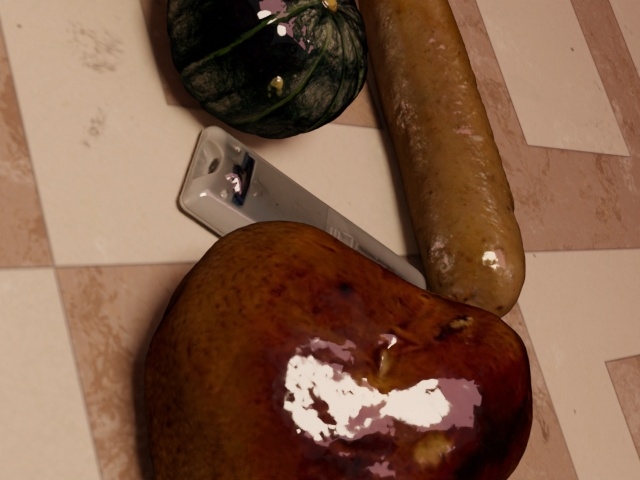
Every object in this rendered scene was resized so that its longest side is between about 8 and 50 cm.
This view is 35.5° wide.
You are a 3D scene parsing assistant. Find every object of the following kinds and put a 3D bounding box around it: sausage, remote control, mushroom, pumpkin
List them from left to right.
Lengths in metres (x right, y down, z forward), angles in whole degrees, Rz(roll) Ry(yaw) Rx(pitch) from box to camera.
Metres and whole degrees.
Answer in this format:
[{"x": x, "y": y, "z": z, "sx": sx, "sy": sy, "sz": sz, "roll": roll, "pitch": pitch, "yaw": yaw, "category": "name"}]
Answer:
[{"x": -0.051, "y": -0.210, "z": 1.008, "sx": 0.220, "sy": 0.162, "sz": 0.220, "roll": 31, "pitch": 49, "yaw": -45, "category": "pumpkin"}, {"x": 0.000, "y": 0.000, "z": 1.027, "sx": 0.313, "sy": 0.055, "sz": 0.109, "roll": 36, "pitch": 46, "yaw": -27, "category": "remote control"}, {"x": 0.012, "y": 0.158, "z": 0.865, "sx": 0.346, "sy": 0.259, "sz": 0.345, "roll": 7, "pitch": 63, "yaw": -13, "category": "mushroom"}, {"x": 0.138, "y": -0.138, "z": 1.197, "sx": 0.136, "sy": 0.123, "sz": 0.500, "roll": 21, "pitch": 52, "yaw": -57, "category": "sausage"}]
